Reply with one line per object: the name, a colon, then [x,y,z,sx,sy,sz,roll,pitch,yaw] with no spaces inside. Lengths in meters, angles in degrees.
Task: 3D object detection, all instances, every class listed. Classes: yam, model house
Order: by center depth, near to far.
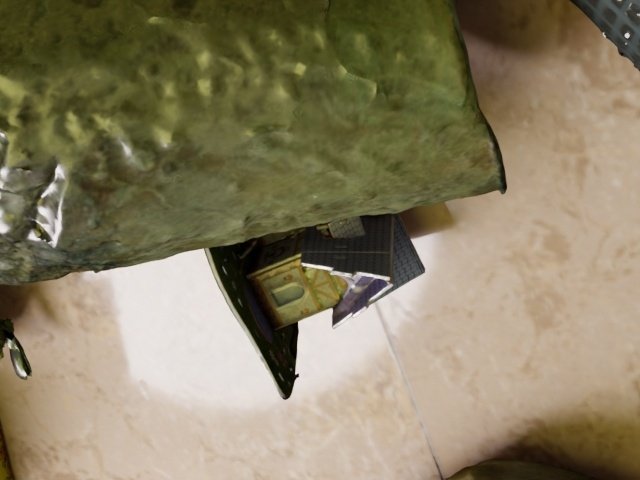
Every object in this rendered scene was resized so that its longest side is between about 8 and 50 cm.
yam: [-0.065,-0.091,0.864,0.300,0.195,0.195,-11,116,-3]
model house: [0.000,0.000,0.985,0.088,0.167,0.117,-22,107,11]

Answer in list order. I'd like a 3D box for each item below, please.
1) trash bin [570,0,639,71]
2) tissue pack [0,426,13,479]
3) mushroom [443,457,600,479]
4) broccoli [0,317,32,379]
trash bin: [0.175,-0.157,0.811,0.161,0.175,0.175,41,126,11]
tissue pack: [-0.281,0.190,1.188,0.062,0.176,0.095,3,117,21]
mushroom: [0.116,0.228,1.032,0.267,0.189,0.164,17,109,16]
broccoli: [-0.258,0.042,1.139,0.131,0.130,0.120,27,85,40]
